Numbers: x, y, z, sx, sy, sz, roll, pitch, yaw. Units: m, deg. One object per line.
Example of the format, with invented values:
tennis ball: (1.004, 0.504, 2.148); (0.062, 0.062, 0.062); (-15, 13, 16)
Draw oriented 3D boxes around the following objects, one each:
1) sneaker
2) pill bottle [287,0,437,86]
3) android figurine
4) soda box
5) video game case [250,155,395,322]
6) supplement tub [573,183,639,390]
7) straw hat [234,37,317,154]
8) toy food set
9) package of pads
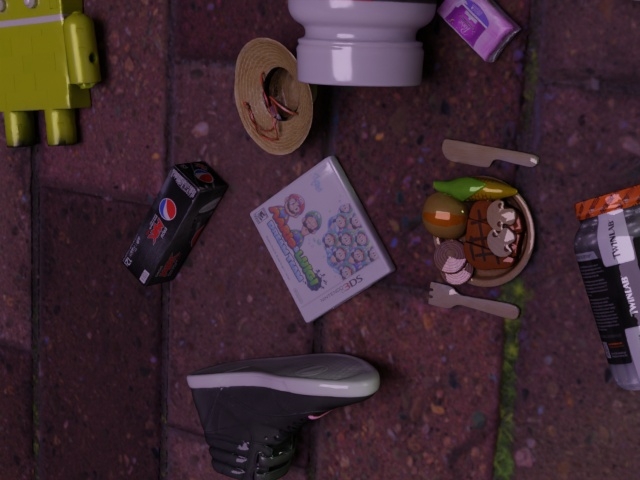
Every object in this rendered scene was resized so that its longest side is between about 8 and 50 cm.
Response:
sneaker: (-0.036, 0.222, 1.422); (0.296, 0.104, 0.147); (-8, 96, 41)
pill bottle: (0.046, -0.308, 1.233); (0.161, 0.161, 0.283); (9, 103, 33)
android figurine: (-0.399, -0.265, 1.607); (0.248, 0.056, 0.272); (4, 102, 34)
soda box: (-0.190, -0.021, 1.503); (0.053, 0.060, 0.169); (45, 120, 21)
video game case: (0.000, 0.000, 1.404); (0.143, 0.019, 0.157); (-34, 79, 33)
supplement tub: (0.318, 0.041, 1.138); (0.117, 0.117, 0.190); (-18, 89, 35)
straw hat: (-0.037, -0.176, 1.373); (0.144, 0.061, 0.144); (25, 126, 40)
toy food set: (0.170, -0.009, 1.276); (0.132, 0.038, 0.192); (11, 104, 32)
package of pads: (0.169, -0.234, 1.242); (0.083, 0.032, 0.050); (49, 119, 17)
